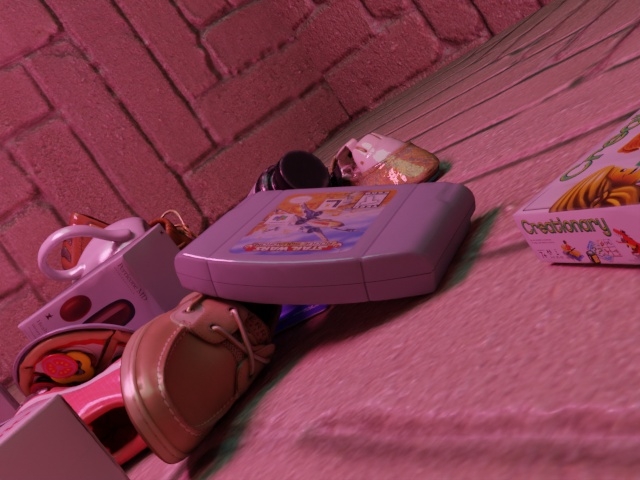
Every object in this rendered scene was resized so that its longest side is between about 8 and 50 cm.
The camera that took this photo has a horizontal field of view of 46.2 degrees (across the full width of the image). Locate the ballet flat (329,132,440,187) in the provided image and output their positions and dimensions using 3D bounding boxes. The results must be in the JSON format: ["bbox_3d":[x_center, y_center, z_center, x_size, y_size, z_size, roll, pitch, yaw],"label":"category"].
[{"bbox_3d":[0.092,-0.131,1.309,0.123,0.123,0.348,-37,10,-11],"label":"ballet flat"}]

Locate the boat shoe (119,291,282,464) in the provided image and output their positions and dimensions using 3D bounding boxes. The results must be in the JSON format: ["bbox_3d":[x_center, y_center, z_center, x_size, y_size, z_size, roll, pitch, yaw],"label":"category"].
[{"bbox_3d":[-0.113,0.108,0.805,0.110,0.122,0.341,-29,13,12],"label":"boat shoe"}]

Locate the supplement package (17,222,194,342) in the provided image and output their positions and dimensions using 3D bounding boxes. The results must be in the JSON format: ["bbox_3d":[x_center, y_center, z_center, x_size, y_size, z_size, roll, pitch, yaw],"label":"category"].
[{"bbox_3d":[-0.275,0.123,1.089,0.203,0.194,0.149,-33,10,17],"label":"supplement package"}]

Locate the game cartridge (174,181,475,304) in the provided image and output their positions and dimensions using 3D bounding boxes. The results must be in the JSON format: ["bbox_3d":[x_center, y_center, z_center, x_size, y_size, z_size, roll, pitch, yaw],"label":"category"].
[{"bbox_3d":[0.000,0.000,0.810,0.297,0.062,0.198,-1,22,27],"label":"game cartridge"}]

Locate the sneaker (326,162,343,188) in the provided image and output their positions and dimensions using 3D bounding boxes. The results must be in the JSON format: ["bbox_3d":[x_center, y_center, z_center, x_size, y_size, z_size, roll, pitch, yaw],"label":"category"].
[{"bbox_3d":[0.003,-0.080,1.401,0.051,0.089,0.170,-21,-1,-24],"label":"sneaker"}]

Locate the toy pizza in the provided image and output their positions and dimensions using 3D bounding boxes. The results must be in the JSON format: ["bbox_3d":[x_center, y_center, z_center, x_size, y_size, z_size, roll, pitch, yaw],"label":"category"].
[{"bbox_3d":[-0.286,0.178,0.957,0.201,0.201,0.032,-32,43,20],"label":"toy pizza"}]

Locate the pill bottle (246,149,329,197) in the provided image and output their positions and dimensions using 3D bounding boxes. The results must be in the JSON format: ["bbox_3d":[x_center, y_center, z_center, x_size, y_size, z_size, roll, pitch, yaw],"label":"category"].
[{"bbox_3d":[-0.071,-0.062,1.351,0.123,0.123,0.219,-43,-4,-40],"label":"pill bottle"}]

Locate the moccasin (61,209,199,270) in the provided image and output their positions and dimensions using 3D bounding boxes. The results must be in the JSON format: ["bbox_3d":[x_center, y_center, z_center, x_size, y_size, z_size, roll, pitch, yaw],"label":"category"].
[{"bbox_3d":[-0.316,0.012,1.484,0.379,0.147,0.139,10,3,-31],"label":"moccasin"}]

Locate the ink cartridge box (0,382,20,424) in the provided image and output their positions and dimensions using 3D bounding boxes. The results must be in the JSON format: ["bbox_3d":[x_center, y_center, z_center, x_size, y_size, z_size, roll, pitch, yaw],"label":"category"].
[{"bbox_3d":[-0.524,0.300,1.212,0.093,0.154,0.212,-40,11,-20],"label":"ink cartridge box"}]

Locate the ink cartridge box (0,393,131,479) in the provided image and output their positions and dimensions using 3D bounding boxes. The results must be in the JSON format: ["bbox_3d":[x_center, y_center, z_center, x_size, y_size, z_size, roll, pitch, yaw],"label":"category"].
[{"bbox_3d":[-0.366,0.298,0.738,0.306,0.131,0.226,-30,10,37],"label":"ink cartridge box"}]

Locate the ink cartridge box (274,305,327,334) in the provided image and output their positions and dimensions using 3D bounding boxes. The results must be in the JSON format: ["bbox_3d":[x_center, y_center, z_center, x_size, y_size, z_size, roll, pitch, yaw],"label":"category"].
[{"bbox_3d":[-0.042,0.065,1.020,0.206,0.045,0.208,-29,12,31],"label":"ink cartridge box"}]

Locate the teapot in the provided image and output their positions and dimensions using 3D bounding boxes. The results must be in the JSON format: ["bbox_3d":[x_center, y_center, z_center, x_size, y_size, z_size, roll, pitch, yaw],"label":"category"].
[{"bbox_3d":[-0.340,0.092,1.276,0.187,0.256,0.252,-26,1,-6],"label":"teapot"}]

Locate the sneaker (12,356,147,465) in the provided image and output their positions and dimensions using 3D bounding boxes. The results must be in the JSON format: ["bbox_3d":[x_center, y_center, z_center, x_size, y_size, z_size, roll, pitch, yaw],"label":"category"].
[{"bbox_3d":[-0.285,0.225,0.864,0.313,0.116,0.136,-33,11,14],"label":"sneaker"}]

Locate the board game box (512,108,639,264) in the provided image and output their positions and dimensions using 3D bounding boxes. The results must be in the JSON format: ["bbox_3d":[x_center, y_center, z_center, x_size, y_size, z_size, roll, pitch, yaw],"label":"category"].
[{"bbox_3d":[0.304,-0.091,0.531,0.305,0.053,0.193,-38,9,-14],"label":"board game box"}]
